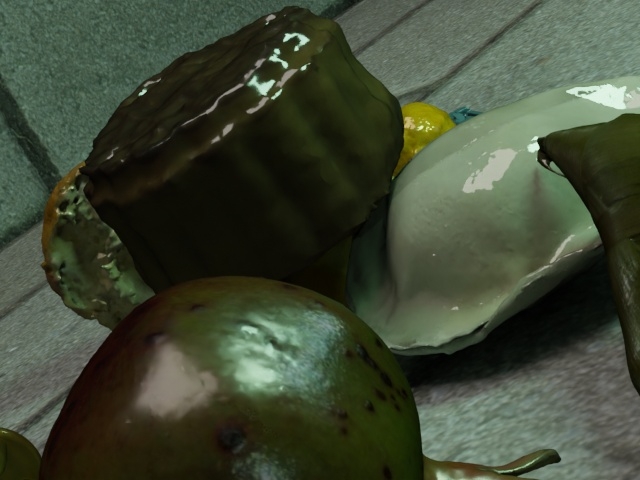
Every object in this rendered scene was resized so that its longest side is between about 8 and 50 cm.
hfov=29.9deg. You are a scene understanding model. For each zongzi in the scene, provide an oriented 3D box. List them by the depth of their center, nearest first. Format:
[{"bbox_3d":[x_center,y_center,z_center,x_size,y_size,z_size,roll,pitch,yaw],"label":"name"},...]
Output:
[{"bbox_3d":[0.225,0.014,0.881,0.289,0.123,0.260,2,53,46],"label":"zongzi"}]

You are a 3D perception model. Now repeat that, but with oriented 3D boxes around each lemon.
[{"bbox_3d":[0.136,-0.132,1.640,0.114,0.114,0.155,-25,16,14],"label":"lemon"}]

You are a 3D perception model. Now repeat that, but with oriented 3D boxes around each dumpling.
[{"bbox_3d":[0.183,-0.016,1.108,0.341,0.181,0.260,-10,31,1],"label":"dumpling"}]

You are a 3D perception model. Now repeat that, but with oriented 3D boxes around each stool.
[{"bbox_3d":[-0.346,0.263,1.236,0.110,0.134,0.135,-109,36,-70],"label":"stool"}]

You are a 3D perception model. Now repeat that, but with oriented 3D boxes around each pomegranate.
[{"bbox_3d":[-0.026,0.176,0.792,0.291,0.323,0.291,-54,18,26],"label":"pomegranate"}]

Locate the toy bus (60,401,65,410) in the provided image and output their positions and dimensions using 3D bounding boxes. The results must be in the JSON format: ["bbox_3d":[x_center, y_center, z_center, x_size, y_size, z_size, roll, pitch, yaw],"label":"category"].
[{"bbox_3d":[-0.168,0.125,1.379,0.138,0.097,0.342,-18,19,28],"label":"toy bus"}]

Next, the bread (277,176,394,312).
[{"bbox_3d":[0.000,0.000,1.372,0.204,0.163,0.262,-40,24,-13],"label":"bread"}]

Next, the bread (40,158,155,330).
[{"bbox_3d":[-0.233,-0.001,1.599,0.274,0.274,0.149,-26,11,10],"label":"bread"}]

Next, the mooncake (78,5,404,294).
[{"bbox_3d":[-0.083,-0.094,1.219,0.324,0.187,0.324,-29,22,13],"label":"mooncake"}]

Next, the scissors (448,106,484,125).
[{"bbox_3d":[0.252,-0.164,1.691,0.180,0.032,0.393,-29,15,-4],"label":"scissors"}]
